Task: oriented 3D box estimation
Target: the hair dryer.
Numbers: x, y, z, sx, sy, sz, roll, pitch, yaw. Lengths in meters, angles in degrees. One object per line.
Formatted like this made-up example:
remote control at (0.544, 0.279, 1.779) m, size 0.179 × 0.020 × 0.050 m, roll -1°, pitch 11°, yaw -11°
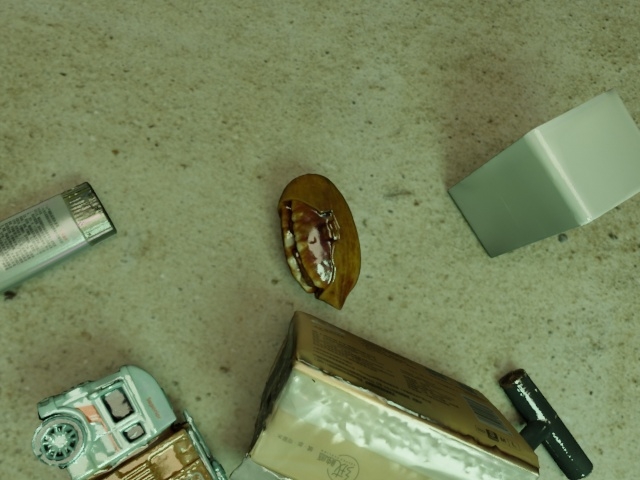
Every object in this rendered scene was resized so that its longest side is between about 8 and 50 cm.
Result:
hair dryer at (0.295, 0.302, 0.740) m, size 0.173 × 0.050 × 0.195 m, roll 52°, pitch 43°, yaw 4°

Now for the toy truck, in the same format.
toy truck at (-0.204, 0.295, 0.639) m, size 0.162 × 0.136 × 0.305 m, roll -29°, pitch 86°, yaw -23°

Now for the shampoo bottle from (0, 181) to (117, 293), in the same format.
shampoo bottle at (-0.398, 0.007, 0.709) m, size 0.228 × 0.056 × 0.086 m, roll -31°, pitch 82°, yaw -17°

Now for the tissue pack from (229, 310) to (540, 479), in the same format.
tissue pack at (0.062, 0.261, 0.665) m, size 0.306 × 0.238 × 0.238 m, roll 25°, pitch 73°, yaw -5°

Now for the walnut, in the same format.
walnut at (0.000, 0.000, 0.763) m, size 0.116 × 0.116 × 0.207 m, roll -12°, pitch 80°, yaw -14°

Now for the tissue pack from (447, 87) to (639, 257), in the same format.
tissue pack at (0.328, -0.084, 0.778) m, size 0.160 × 0.246 × 0.135 m, roll -28°, pitch 85°, yaw -17°
